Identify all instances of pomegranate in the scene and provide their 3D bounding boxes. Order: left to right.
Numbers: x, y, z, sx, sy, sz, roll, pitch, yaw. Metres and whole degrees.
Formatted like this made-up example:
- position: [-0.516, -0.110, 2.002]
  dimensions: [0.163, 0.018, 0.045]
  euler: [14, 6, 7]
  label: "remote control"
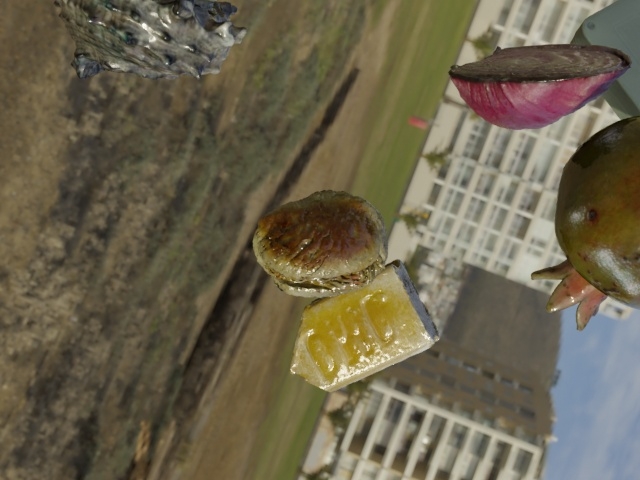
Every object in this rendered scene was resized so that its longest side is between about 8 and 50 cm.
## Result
- position: [0.456, -0.022, 1.375]
  dimensions: [0.323, 0.291, 0.290]
  euler: [119, -5, -63]
  label: "pomegranate"

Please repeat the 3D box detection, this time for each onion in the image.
- position: [0.335, -0.222, 1.467]
  dimensions: [0.250, 0.248, 0.111]
  euler: [-28, 121, -50]
  label: "onion"

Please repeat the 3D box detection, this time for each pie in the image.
- position: [0.000, 0.000, 1.400]
  dimensions: [0.079, 0.194, 0.163]
  euler: [88, -7, -59]
  label: "pie"

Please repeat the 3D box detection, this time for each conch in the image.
- position: [-0.223, -0.304, 1.275]
  dimensions: [0.241, 0.313, 0.186]
  euler: [-10, 108, -39]
  label: "conch"

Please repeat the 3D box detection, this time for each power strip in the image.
- position: [0.617, -0.345, 1.743]
  dimensions: [0.261, 0.229, 0.141]
  euler: [-29, 167, -13]
  label: "power strip"

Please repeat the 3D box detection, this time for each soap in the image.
- position: [0.058, 0.159, 1.710]
  dimensions: [0.258, 0.160, 0.080]
  euler: [-28, 179, 18]
  label: "soap"
